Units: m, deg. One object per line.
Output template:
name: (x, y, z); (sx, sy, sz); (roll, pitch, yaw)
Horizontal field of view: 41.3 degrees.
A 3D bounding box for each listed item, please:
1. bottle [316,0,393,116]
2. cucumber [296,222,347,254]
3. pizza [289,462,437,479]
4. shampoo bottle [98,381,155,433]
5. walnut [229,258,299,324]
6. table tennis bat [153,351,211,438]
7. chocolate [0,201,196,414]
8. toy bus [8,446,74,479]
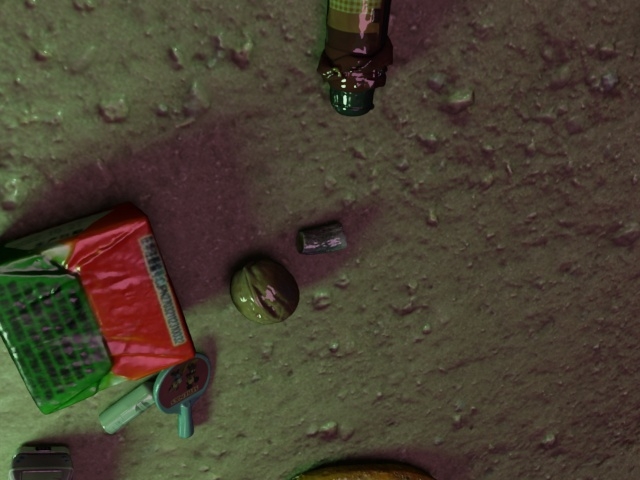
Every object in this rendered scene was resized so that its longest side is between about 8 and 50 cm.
bottle: (0.067, -0.374, 1.654); (0.156, 0.143, 0.271); (-6, 119, -17)
cucumber: (0.002, -0.001, 1.875); (0.112, 0.064, 0.064); (-11, 119, -11)
pizza: (0.093, 0.773, 2.266); (0.440, 0.130, 0.406); (6, 111, -22)
shampoo bottle: (-0.407, 0.358, 1.916); (0.195, 0.056, 0.056); (-37, 122, 1)
walnut: (-0.120, 0.113, 1.846); (0.140, 0.140, 0.162); (-35, 113, 0)
table tennis bat: (-0.313, 0.357, 1.943); (0.153, 0.040, 0.244); (-25, 132, -35)
chocolate: (-0.467, 0.126, 1.713); (0.341, 0.161, 0.360); (-19, 122, -10)
toy bus: (-0.630, 0.575, 1.897); (0.142, 0.142, 0.202); (3, 115, -21)
